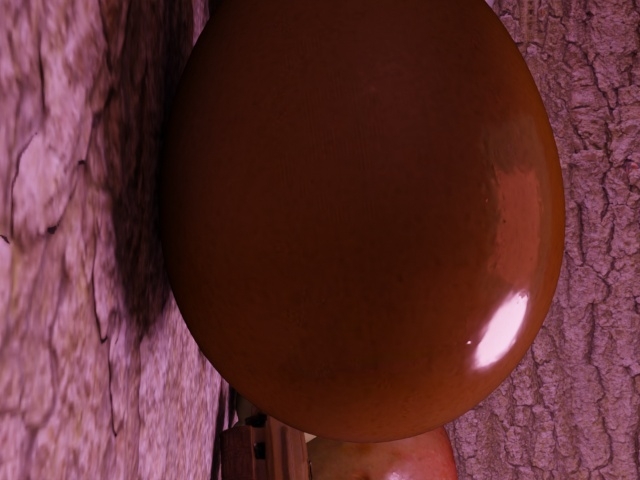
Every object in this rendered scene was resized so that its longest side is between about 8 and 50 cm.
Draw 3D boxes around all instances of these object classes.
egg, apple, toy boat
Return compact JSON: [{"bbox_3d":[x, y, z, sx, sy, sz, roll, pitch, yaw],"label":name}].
[{"bbox_3d":[0.023,-0.036,0.540,0.250,0.250,0.322,85,-2,-80],"label":"egg"},{"bbox_3d":[0.043,0.377,1.333,0.338,0.305,0.338,180,-90,-77],"label":"apple"},{"bbox_3d":[-0.054,0.259,0.826,0.068,0.088,0.226,127,-36,-55],"label":"toy boat"}]

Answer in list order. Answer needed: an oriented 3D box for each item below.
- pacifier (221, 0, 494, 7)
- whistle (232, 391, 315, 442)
[{"bbox_3d":[0.013,-0.236,0.774,0.220,0.273,0.332,39,50,-68],"label":"pacifier"},{"bbox_3d":[-0.037,0.142,1.015,0.106,0.131,0.288,58,19,-29],"label":"whistle"}]
